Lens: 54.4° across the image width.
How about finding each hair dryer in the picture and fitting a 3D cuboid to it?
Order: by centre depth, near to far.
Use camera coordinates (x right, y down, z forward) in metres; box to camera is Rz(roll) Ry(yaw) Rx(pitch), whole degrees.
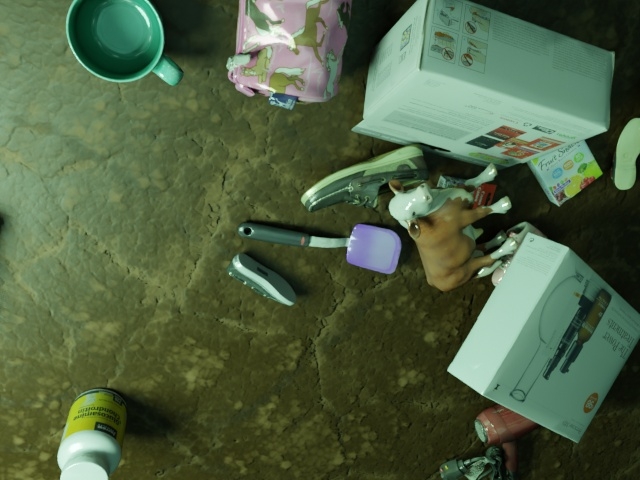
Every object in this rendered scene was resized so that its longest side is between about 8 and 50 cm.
[{"bbox_3d":[0.406,0.435,1.365,0.223,0.080,0.293,29,110,-37],"label":"hair dryer"}]

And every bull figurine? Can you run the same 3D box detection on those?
[{"bbox_3d":[0.228,-0.024,1.067,0.188,0.101,0.310,-21,142,6],"label":"bull figurine"}]

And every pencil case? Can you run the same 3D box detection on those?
[{"bbox_3d":[-0.036,-0.388,0.871,0.159,0.167,0.387,15,113,20],"label":"pencil case"}]

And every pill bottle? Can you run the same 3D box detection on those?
[{"bbox_3d":[-0.398,0.352,1.088,0.103,0.184,0.103,-4,114,-10],"label":"pill bottle"}]

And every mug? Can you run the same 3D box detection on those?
[{"bbox_3d":[-0.282,-0.287,0.893,0.129,0.097,0.158,-20,116,-3],"label":"mug"}]

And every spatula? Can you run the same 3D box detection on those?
[{"bbox_3d":[0.000,0.000,1.107,0.296,0.030,0.084,8,109,-14],"label":"spatula"}]

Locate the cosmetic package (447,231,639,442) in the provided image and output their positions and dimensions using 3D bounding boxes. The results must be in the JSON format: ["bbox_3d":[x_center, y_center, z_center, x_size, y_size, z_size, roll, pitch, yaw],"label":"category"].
[{"bbox_3d":[0.436,0.194,1.158,0.377,0.097,0.285,31,91,-38],"label":"cosmetic package"}]

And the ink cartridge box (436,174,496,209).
[{"bbox_3d":[0.265,-0.077,1.130,0.115,0.029,0.063,7,111,-14],"label":"ink cartridge box"}]

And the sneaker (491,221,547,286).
[{"bbox_3d":[0.361,0.021,1.181,0.070,0.051,0.134,40,96,-22],"label":"sneaker"}]

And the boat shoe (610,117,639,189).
[{"bbox_3d":[0.567,-0.163,1.151,0.048,0.042,0.133,5,113,9],"label":"boat shoe"}]

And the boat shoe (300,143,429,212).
[{"bbox_3d":[0.079,-0.091,1.049,0.223,0.080,0.074,-24,79,-5],"label":"boat shoe"}]

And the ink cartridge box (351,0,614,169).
[{"bbox_3d":[0.237,-0.230,0.980,0.309,0.272,0.130,12,79,-17],"label":"ink cartridge box"}]

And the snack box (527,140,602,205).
[{"bbox_3d":[0.435,-0.146,1.131,0.100,0.037,0.141,-38,114,5],"label":"snack box"}]

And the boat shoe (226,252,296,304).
[{"bbox_3d":[-0.105,0.075,1.113,0.142,0.049,0.040,38,119,-21],"label":"boat shoe"}]
